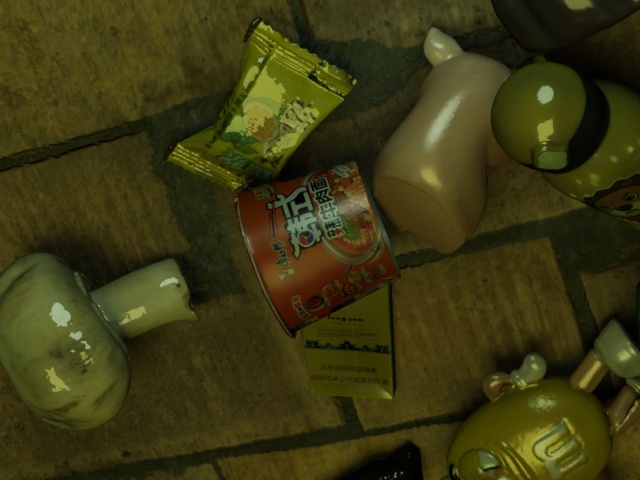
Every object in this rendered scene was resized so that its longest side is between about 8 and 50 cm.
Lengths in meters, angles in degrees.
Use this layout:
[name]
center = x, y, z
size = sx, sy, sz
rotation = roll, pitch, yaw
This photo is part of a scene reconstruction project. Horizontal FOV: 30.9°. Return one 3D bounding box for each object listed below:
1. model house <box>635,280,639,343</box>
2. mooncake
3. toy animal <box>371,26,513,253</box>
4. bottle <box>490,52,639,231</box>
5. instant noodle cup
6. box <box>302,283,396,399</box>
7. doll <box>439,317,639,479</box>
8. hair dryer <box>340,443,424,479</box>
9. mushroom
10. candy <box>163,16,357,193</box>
[model house]
center = 0.698, 0.179, 1.683
size = 0.343, 0.334, 0.382
rotation = -17, 98, -14
[mooncake]
center = 0.341, -0.345, 1.493
size = 0.245, 0.245, 0.133
rotation = -32, 105, 27
[toy animal]
center = 0.198, -0.133, 1.668
size = 0.195, 0.256, 0.213
rotation = 25, 166, 24
[bottle]
center = 0.373, -0.129, 1.559
size = 0.351, 0.171, 0.171
rotation = 18, 128, -36
[instant noodle cup]
center = 0.000, 0.000, 1.767
size = 0.192, 0.250, 0.250
rotation = -22, 114, 4
[box]
center = 0.046, 0.146, 1.957
size = 0.153, 0.041, 0.278
rotation = 3, 120, 13
[doll]
center = 0.414, 0.317, 1.907
size = 0.348, 0.161, 0.423
rotation = 22, 109, 3
[hair dryer]
center = 0.155, 0.524, 2.129
size = 0.244, 0.116, 0.302
rotation = -36, 118, 28
[mushroom]
center = -0.381, 0.145, 1.955
size = 0.336, 0.314, 0.314
rotation = -23, 116, -9
[candy]
center = -0.097, -0.184, 1.773
size = 0.187, 0.081, 0.297
rotation = 30, 126, -12
